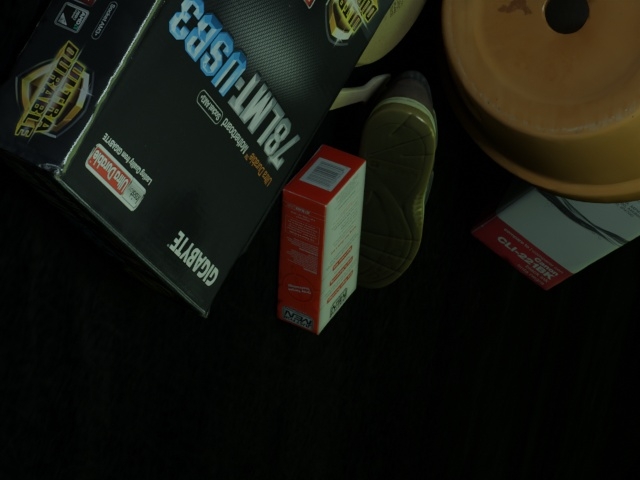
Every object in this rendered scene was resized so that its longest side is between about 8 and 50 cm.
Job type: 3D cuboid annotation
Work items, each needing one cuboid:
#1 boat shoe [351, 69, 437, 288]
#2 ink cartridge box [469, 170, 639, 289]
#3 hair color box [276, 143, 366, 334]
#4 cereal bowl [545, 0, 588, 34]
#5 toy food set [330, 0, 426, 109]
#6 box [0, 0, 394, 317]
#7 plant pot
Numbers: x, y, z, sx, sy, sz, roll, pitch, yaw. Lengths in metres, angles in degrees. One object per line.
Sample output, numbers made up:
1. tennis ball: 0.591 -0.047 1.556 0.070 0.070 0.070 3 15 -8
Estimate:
1. boat shoe: 0.059 -0.049 1.614 0.223 0.080 0.073 103 7 -49
2. ink cartridge box: 0.297 -0.090 1.985 0.197 0.114 0.273 -57 -172 -29
3. hair color box: 0.000 0.000 1.577 0.072 0.043 0.141 -49 152 -43
4. cereal bowl: 0.275 -0.232 1.825 0.339 0.141 0.339 -52 -172 10
5. toy food set: 0.047 -0.194 1.518 0.132 0.038 0.192 -17 138 -59
6. box: -0.065 -0.126 1.208 0.293 0.073 0.295 -61 159 -10
7. plant pot: 0.219 -0.176 1.580 0.291 0.290 0.203 -70 164 7
